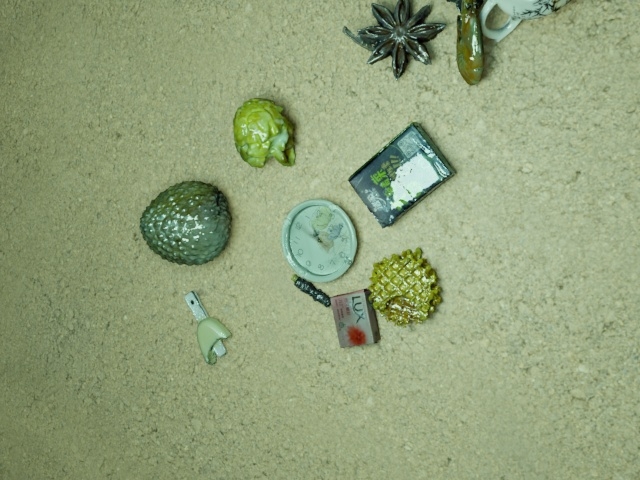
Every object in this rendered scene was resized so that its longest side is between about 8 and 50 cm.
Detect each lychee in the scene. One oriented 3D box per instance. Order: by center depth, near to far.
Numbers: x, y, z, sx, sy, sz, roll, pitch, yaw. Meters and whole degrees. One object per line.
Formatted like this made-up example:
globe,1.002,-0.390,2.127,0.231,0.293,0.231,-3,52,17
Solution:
lychee,-0.392,-0.051,1.735,0.255,0.274,0.256,3,93,56

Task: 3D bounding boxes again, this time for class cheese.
cheese,-0.365,0.268,1.854,0.127,0.049,0.235,-39,76,27

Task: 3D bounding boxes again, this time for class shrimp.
shrimp,0.346,-0.475,1.385,0.115,0.051,0.217,-134,28,-56

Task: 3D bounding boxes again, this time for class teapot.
teapot,0.482,-0.580,1.315,0.299,0.165,0.208,-38,60,34

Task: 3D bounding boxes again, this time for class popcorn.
popcorn,-0.153,-0.293,1.645,0.212,0.198,0.198,30,109,-6

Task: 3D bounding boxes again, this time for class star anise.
star anise,0.189,-0.522,1.491,0.262,0.081,0.230,3,96,15

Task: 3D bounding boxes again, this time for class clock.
clock,0.000,0.000,1.646,0.236,0.053,0.237,4,98,27

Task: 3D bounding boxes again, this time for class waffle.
waffle,0.220,0.130,1.538,0.193,0.070,0.197,-20,85,26

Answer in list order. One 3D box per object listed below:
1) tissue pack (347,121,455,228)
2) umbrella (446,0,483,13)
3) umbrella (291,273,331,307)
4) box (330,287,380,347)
tissue pack,0.208,-0.167,1.517,0.235,0.073,0.173,-41,76,24
umbrella,0.283,-0.695,1.415,0.336,0.128,0.154,42,126,11
umbrella,-0.027,0.144,1.681,0.144,0.040,0.037,33,117,22
box,0.097,0.217,1.614,0.111,0.060,0.156,-13,89,25
